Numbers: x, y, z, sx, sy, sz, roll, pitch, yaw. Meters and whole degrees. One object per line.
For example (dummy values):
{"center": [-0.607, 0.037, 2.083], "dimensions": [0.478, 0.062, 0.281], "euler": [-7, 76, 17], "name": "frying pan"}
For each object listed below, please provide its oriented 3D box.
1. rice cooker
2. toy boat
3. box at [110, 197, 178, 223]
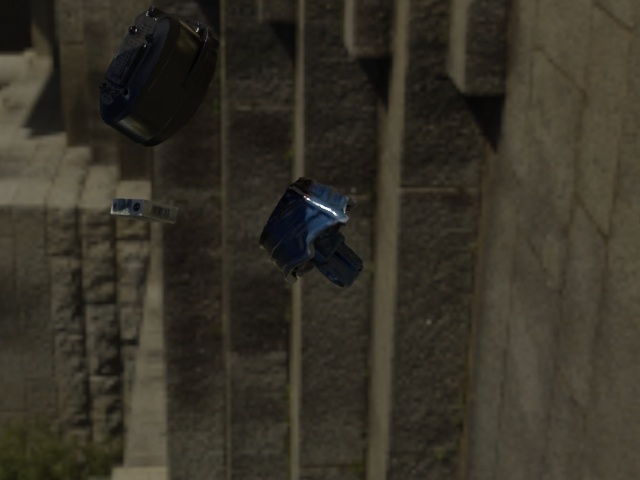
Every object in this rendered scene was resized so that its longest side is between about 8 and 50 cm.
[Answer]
{"center": [-0.193, -0.194, 1.431], "dimensions": [0.112, 0.106, 0.165], "euler": [28, 94, 55], "name": "rice cooker"}
{"center": [0.000, 0.000, 1.632], "dimensions": [0.129, 0.142, 0.309], "euler": [-51, -2, -15], "name": "toy boat"}
{"center": [-0.229, -0.039, 1.566], "dimensions": [0.083, 0.054, 0.024], "euler": [3, 84, 52], "name": "box"}
